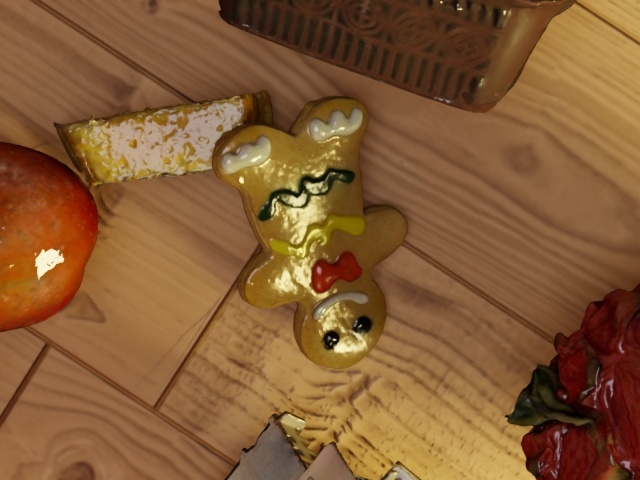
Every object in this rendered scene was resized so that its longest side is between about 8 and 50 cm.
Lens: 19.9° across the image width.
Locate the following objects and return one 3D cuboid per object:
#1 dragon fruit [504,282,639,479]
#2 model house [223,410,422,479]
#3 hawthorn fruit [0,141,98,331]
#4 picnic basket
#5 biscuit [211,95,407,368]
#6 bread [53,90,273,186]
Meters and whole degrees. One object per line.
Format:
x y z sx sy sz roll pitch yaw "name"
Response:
0.303 0.141 1.429 0.299 0.244 0.244 -24 96 2 "dragon fruit"
0.045 0.280 1.518 0.206 0.271 0.178 31 101 -35 "model house"
-0.269 -0.005 1.517 0.173 0.173 0.172 1 100 7 "hawthorn fruit"
0.057 -0.206 1.425 0.297 0.222 0.129 20 119 4 "picnic basket"
0.001 0.000 1.504 0.158 0.035 0.240 -25 116 -17 "biscuit"
-0.133 -0.085 1.514 0.187 0.103 0.065 -6 100 3 "bread"
